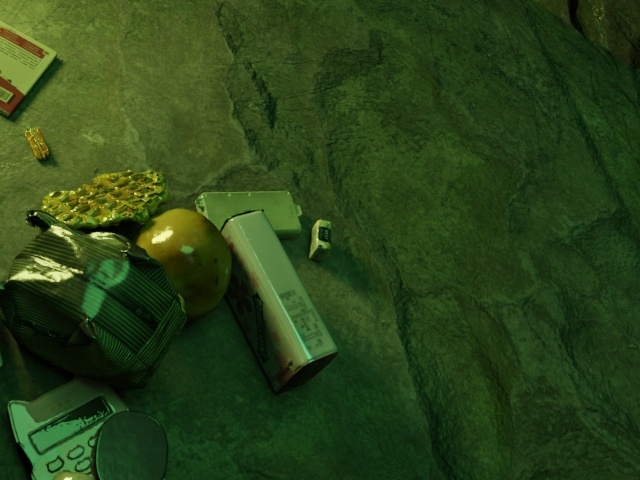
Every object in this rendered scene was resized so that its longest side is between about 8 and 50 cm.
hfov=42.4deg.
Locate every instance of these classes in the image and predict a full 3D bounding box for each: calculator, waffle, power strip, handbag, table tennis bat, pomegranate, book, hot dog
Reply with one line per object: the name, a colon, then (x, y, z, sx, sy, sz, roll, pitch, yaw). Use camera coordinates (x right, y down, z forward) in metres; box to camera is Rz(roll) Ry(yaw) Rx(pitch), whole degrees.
calculator: (-0.424, 0.404, 1.517, 0.220, 0.048, 0.329, -26, 77, -39)
waffle: (-0.452, -0.088, 1.748, 0.291, 0.051, 0.291, -6, 25, 3)
power strip: (-0.169, -0.058, 1.954, 0.270, 0.046, 0.118, -3, 64, -31)
handbag: (-0.430, 0.103, 1.502, 0.341, 0.240, 0.247, 21, 68, 14)
table tennis bat: (-0.346, 0.431, 1.506, 0.138, 0.022, 0.246, 12, 58, -26)
pomegranate: (-0.292, 0.048, 1.709, 0.233, 0.233, 0.233, 14, 54, -20)
book: (-0.729, -0.399, 1.890, 0.162, 0.022, 0.232, 29, 50, -11)
hot dog: (-0.627, -0.213, 1.826, 0.037, 0.021, 0.083, -23, 74, -15)

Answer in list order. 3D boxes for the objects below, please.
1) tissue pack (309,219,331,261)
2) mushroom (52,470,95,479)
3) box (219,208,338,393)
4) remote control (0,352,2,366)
tissue pack: (0.000, 0.000, 1.996, 0.042, 0.062, 0.083, 12, 54, -15)
mushroom: (-0.439, 0.477, 1.338, 0.243, 0.243, 0.243, 14, 54, -20)
box: (-0.111, 0.125, 1.774, 0.112, 0.190, 0.369, -15, 69, -35)
remote control: (-0.632, 0.130, 1.486, 0.103, 0.051, 0.293, 15, 20, -32)
